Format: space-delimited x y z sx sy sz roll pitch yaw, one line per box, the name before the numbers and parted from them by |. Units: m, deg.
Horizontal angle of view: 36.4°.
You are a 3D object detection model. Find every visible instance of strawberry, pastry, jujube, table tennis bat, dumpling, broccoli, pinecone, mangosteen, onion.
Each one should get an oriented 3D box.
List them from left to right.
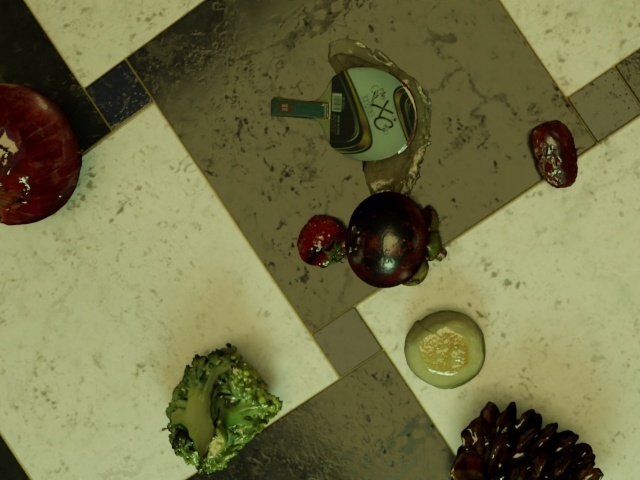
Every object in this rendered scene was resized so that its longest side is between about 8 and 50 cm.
onion | -0.584 -0.165 1.848 0.276 0.276 0.276 0 94 7
broccoli | -0.169 0.342 1.840 0.180 0.273 0.242 29 99 -29
strawberry | 0.000 -0.001 1.860 0.106 0.106 0.106 0 94 7
table tennis bat | 0.042 -0.241 1.819 0.301 0.022 0.173 10 108 25
dumpling | 0.129 -0.237 1.832 0.166 0.086 0.332 -18 96 10
mangosteen | 0.143 0.002 1.811 0.199 0.200 0.200 0 94 7
pastry | 0.238 0.208 1.843 0.156 0.092 0.156 2 101 9
pinecone | 0.376 0.459 1.765 0.295 0.242 0.298 15 90 8
jujube | 0.438 -0.159 1.804 0.077 0.077 0.129 -19 96 8
